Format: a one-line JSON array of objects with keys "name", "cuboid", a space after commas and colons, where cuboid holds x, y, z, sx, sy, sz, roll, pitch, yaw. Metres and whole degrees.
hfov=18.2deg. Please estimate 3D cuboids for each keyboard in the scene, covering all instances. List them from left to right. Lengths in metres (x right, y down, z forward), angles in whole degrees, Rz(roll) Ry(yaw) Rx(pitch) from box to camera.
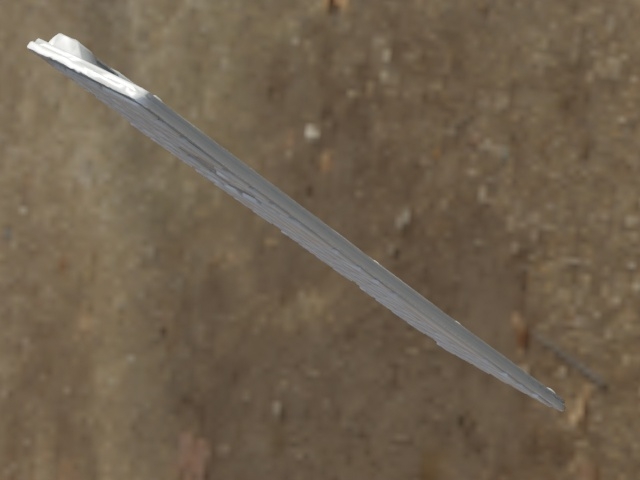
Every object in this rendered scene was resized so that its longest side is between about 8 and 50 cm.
[{"name": "keyboard", "cuboid": [0.000, 0.000, 0.721, 0.014, 0.256, 0.072, -54, 43, 0]}]
